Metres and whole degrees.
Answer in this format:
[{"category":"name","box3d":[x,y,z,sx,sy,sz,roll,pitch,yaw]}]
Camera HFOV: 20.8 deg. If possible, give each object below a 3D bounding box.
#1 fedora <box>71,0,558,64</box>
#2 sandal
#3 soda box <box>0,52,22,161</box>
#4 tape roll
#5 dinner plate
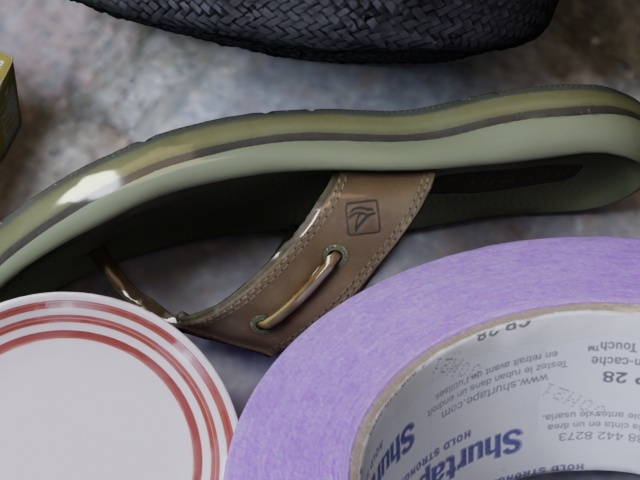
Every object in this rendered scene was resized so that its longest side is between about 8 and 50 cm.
[{"category":"fedora","box3d":[-0.008,-0.155,0.734,0.334,0.334,0.152,7,94,-2]},{"category":"sandal","box3d":[0.001,-0.001,0.712,0.303,0.120,0.086,-9,79,-10]},{"category":"soda box","box3d":[-0.190,-0.002,0.720,0.061,0.058,0.181,21,63,5]},{"category":"tape roll","box3d":[0.105,0.113,0.612,0.275,0.090,0.274,-1,36,1]},{"category":"dinner plate","box3d":[-0.100,0.088,0.678,0.141,0.017,0.141,-1,98,-9]}]
